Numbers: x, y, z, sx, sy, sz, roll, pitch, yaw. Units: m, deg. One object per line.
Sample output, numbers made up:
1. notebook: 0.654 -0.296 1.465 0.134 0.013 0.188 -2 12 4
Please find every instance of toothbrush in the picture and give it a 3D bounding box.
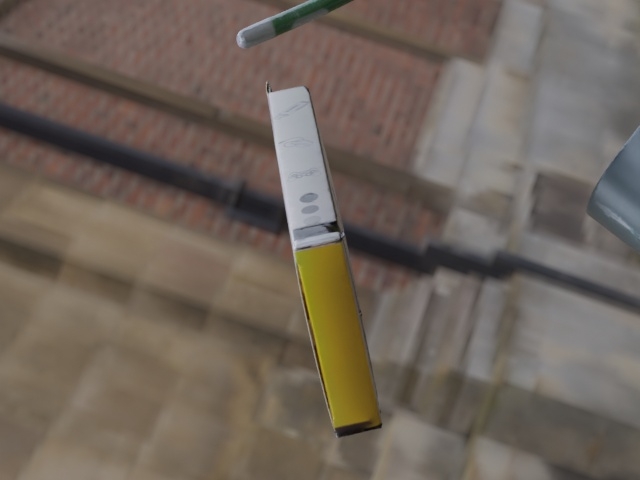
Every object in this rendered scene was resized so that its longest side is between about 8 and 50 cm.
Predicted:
1. toothbrush: 0.051 -0.201 1.497 0.257 0.024 0.018 -26 -18 -14

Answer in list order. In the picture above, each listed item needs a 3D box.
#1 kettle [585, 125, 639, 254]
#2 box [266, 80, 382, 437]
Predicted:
1. kettle: 0.323 -0.003 1.290 0.160 0.243 0.210 -54 -14 28
2. box: 0.000 0.000 1.216 0.247 0.033 0.129 -101 -2 -61
